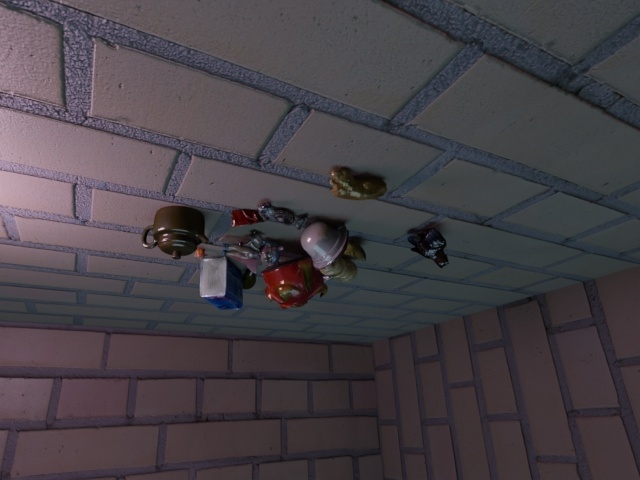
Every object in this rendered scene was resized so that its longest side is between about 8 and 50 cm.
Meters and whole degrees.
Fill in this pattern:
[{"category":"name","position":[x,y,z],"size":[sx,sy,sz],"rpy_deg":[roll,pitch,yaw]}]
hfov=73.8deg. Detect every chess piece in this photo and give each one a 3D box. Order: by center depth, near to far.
[{"category":"chess piece","position":[0.067,0.121,1.940],"size":[0.117,0.117,0.397],"rpy_deg":[-10,168,17]}]

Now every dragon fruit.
[{"category":"dragon fruit","position":[-0.264,-0.092,1.606],"size":[0.131,0.063,0.097],"rpy_deg":[-7,-171,12]},{"category":"dragon fruit","position":[-0.110,0.199,1.954],"size":[0.305,0.226,0.305],"rpy_deg":[-15,-177,1]}]

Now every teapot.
[{"category":"teapot","position":[-0.542,-0.014,1.589],"size":[0.267,0.175,0.186],"rpy_deg":[-5,155,8]}]

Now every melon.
[{"category":"melon","position":[0.140,0.039,1.906],"size":[0.160,0.079,0.128],"rpy_deg":[12,-177,22]}]

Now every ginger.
[{"category":"ginger","position":[0.113,-0.169,1.403],"size":[0.205,0.081,0.115],"rpy_deg":[16,121,-19]}]

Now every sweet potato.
[{"category":"sweet potato","position":[-0.381,0.214,2.264],"size":[0.077,0.077,0.244],"rpy_deg":[5,158,-18]}]

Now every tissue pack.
[{"category":"tissue pack","position":[-0.485,0.219,2.106],"size":[0.146,0.198,0.263],"rpy_deg":[-7,157,7]}]

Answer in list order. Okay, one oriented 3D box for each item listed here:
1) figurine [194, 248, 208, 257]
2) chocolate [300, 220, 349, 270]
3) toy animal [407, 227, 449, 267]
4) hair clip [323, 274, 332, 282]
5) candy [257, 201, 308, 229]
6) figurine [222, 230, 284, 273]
[{"category":"figurine","position":[-0.544,0.064,1.936],"size":[0.064,0.047,0.109],"rpy_deg":[-6,167,-10]},{"category":"chocolate","position":[0.004,-0.006,1.695],"size":[0.221,0.221,0.147],"rpy_deg":[-21,126,37]},{"category":"toy animal","position":[0.461,0.044,1.818],"size":[0.116,0.180,0.218],"rpy_deg":[-22,164,-23]},{"category":"hair clip","position":[0.040,0.195,2.265],"size":[0.292,0.085,0.106],"rpy_deg":[-18,148,22]},{"category":"candy","position":[-0.138,-0.091,1.600],"size":[0.094,0.051,0.226],"rpy_deg":[-25,148,37]},{"category":"figurine","position":[-0.288,0.028,1.833],"size":[0.260,0.103,0.205],"rpy_deg":[6,122,-16]}]
